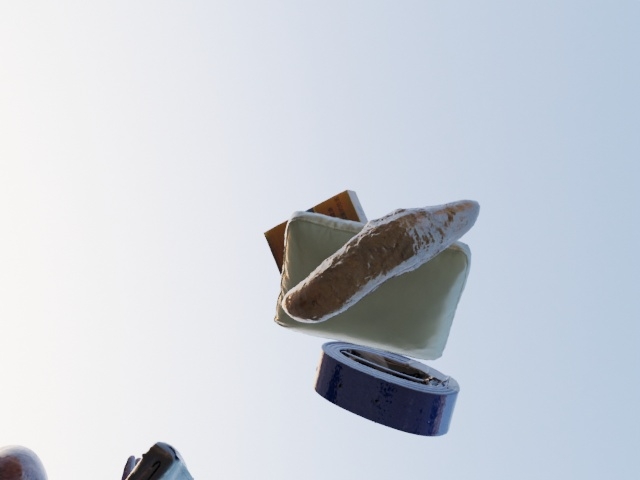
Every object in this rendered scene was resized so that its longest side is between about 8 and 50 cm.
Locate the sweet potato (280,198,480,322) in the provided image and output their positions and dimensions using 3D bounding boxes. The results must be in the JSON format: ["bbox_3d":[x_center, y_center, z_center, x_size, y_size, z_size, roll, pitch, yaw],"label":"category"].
[{"bbox_3d":[0.096,0.013,0.899,0.092,0.341,0.114,59,-8,14],"label":"sweet potato"}]

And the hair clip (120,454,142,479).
[{"bbox_3d":[-0.443,0.637,1.407,0.090,0.137,0.279,12,-114,14],"label":"hair clip"}]

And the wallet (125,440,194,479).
[{"bbox_3d":[-0.243,0.381,0.589,0.046,0.379,0.191,27,-33,18],"label":"wallet"}]

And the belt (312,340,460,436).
[{"bbox_3d":[0.154,0.350,1.501,0.346,0.212,0.117,15,-81,20],"label":"belt"}]

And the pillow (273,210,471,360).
[{"bbox_3d":[0.085,0.087,1.109,0.322,0.120,0.255,12,-60,5],"label":"pillow"}]

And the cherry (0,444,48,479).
[{"bbox_3d":[-0.678,0.548,1.333,0.266,0.183,0.213,-50,-134,30],"label":"cherry"}]

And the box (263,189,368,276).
[{"bbox_3d":[0.000,0.000,1.449,0.237,0.070,0.152,-27,-100,23],"label":"box"}]
